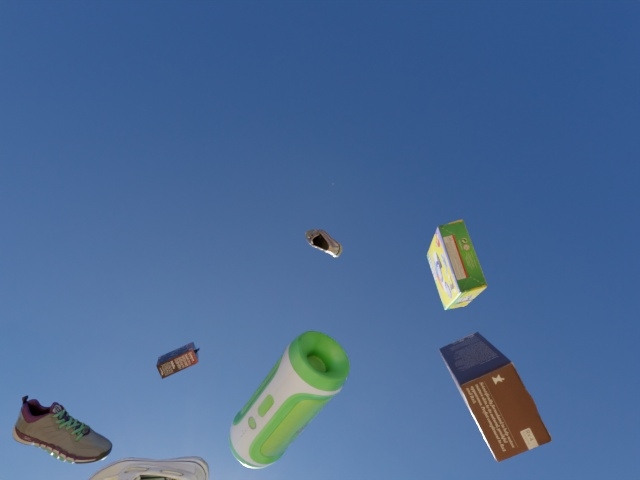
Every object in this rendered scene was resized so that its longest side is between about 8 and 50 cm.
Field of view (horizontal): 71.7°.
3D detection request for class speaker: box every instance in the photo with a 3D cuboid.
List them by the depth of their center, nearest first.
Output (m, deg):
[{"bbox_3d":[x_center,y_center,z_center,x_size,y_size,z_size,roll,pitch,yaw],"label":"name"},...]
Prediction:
[{"bbox_3d":[-0.066,0.309,0.844,0.131,0.131,0.296,33,-63,-3],"label":"speaker"}]

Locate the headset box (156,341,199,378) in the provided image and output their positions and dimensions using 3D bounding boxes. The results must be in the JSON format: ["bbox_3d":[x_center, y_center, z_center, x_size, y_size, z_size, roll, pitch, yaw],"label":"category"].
[{"bbox_3d":[-0.283,0.239,0.894,0.083,0.062,0.032,-23,-82,-13],"label":"headset box"}]

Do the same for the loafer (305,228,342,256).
[{"bbox_3d":[0.000,0.000,1.031,0.039,0.125,0.045,16,-80,-42],"label":"loafer"}]

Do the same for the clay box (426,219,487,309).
[{"bbox_3d":[0.257,0.059,0.864,0.053,0.222,0.127,-14,-109,2],"label":"clay box"}]

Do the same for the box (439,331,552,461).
[{"bbox_3d":[0.431,0.381,1.151,0.143,0.381,0.191,-26,-95,5],"label":"box"}]

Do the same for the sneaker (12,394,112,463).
[{"bbox_3d":[-0.575,0.421,0.990,0.224,0.083,0.098,16,-78,-1],"label":"sneaker"}]

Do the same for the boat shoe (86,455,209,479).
[{"bbox_3d":[-0.305,0.410,0.743,0.226,0.076,0.083,-16,-97,3],"label":"boat shoe"}]
